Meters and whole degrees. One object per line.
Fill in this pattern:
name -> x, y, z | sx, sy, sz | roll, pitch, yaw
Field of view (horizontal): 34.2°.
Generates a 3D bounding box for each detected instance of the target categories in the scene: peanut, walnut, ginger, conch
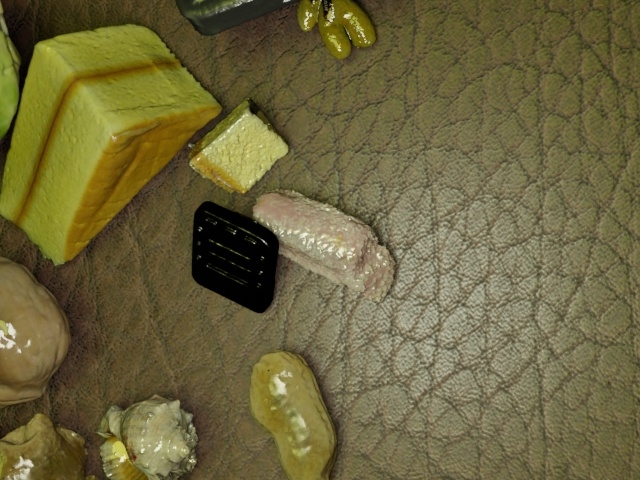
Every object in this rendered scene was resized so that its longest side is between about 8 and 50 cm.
peanut -> -0.044, 0.290, 1.670 | 0.120, 0.110, 0.236 | -18, 92, -9
walnut -> -0.549, 0.156, 1.728 | 0.273, 0.227, 0.273 | 0, 92, 9
ginger -> -0.445, 0.421, 1.739 | 0.123, 0.270, 0.218 | -12, 45, 39
conch -> -0.291, 0.339, 1.704 | 0.245, 0.163, 0.178 | 5, 72, 42

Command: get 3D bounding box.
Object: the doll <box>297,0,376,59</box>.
doll -> 0.015, -0.399, 1.679 | 0.137, 0.097, 0.209 | -31, 87, 5

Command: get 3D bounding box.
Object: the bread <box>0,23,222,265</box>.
bread -> -0.384, -0.153, 1.775 | 0.233, 0.245, 0.361 | 49, 131, 19

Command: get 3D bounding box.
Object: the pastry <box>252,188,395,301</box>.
pastry -> 0.002, -0.003, 1.662 | 0.265, 0.112, 0.103 | 29, 74, 9

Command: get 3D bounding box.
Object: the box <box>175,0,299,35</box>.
box -> -0.078, -0.515, 1.647 | 0.350, 0.091, 0.359 | -18, 61, 14

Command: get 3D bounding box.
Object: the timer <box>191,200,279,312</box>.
timer -> -0.135, 0.025, 1.674 | 0.144, 0.187, 0.055 | 26, 51, 13

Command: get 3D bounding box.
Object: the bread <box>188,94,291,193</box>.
bread -> -0.140, -0.148, 1.683 | 0.147, 0.152, 0.127 | -41, 91, 9

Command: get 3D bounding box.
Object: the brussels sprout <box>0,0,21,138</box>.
brussels sprout -> -0.640, -0.292, 1.741 | 0.344, 0.268, 0.344 | 0, 103, 2
